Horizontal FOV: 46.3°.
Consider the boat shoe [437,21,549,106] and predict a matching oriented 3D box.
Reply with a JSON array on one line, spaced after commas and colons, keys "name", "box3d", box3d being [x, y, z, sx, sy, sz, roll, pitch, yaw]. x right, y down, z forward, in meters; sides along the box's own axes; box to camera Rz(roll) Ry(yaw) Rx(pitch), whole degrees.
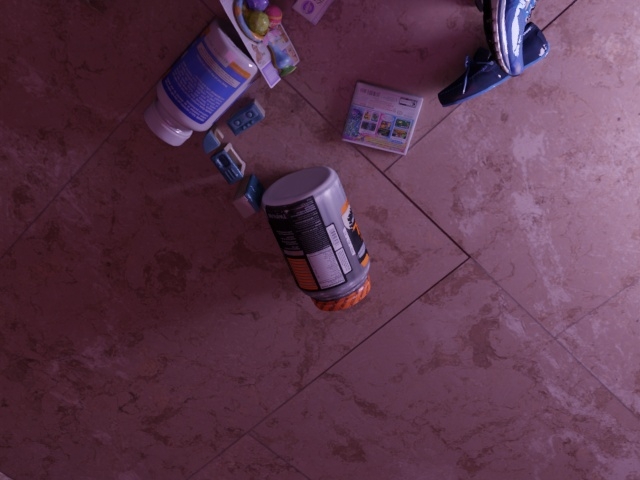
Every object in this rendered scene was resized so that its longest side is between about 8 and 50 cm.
[{"name": "boat shoe", "box3d": [0.362, -0.383, 1.625, 0.258, 0.109, 0.089, -31, 106, 1]}]

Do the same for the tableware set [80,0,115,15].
[{"name": "tableware set", "box3d": [-0.512, -0.587, 1.585, 0.194, 0.039, 0.128, 35, 127, -9]}]

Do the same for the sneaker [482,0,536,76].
[{"name": "sneaker", "box3d": [0.398, -0.485, 1.467, 0.147, 0.130, 0.330, -2, 116, 5]}]

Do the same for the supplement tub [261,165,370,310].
[{"name": "supplement tub", "box3d": [0.000, 0.000, 1.786, 0.193, 0.194, 0.316, -16, 117, 12]}]

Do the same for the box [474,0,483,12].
[{"name": "box", "box3d": [0.366, -0.631, 1.499, 0.216, 0.060, 0.270, -24, 114, 16]}]

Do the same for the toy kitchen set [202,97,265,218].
[{"name": "toy kitchen set", "box3d": [-0.161, -0.191, 1.731, 0.166, 0.122, 0.207, -29, 114, 17]}]

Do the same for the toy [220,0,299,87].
[{"name": "toy", "box3d": [-0.115, -0.457, 1.573, 0.056, 0.137, 0.237, -6, 123, 37]}]

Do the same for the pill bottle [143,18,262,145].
[{"name": "pill bottle", "box3d": [-0.262, -0.337, 1.641, 0.272, 0.152, 0.152, -40, 110, 21]}]

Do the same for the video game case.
[{"name": "video game case", "box3d": [0.141, -0.280, 1.725, 0.157, 0.019, 0.143, 13, 119, -5]}]

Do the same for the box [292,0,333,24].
[{"name": "box", "box3d": [0.063, -0.593, 1.534, 0.067, 0.063, 0.324, 36, 115, -14]}]
